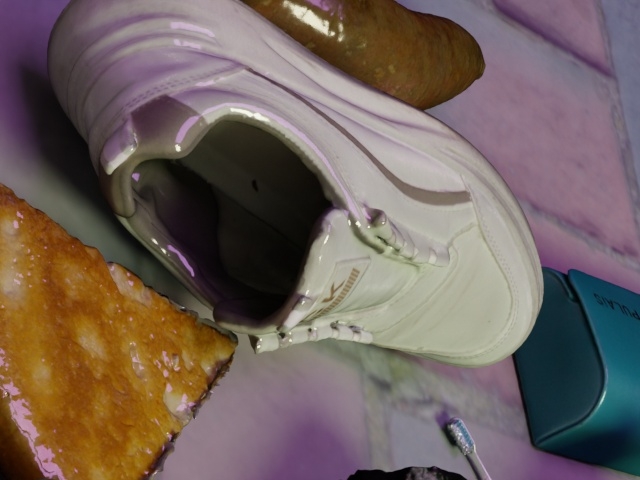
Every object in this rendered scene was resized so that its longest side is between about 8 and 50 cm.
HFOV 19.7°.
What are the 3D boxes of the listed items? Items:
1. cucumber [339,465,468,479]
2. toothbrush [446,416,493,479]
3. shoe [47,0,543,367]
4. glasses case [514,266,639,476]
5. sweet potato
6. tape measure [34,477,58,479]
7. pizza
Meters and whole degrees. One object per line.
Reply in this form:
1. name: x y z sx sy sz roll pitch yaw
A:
1. cucumber: 0.001 0.205 0.820 0.303 0.081 0.072 -57 135 -53
2. toothbrush: 0.113 0.172 1.046 0.162 0.014 0.017 61 19 2
3. shoe: 0.000 0.000 0.912 0.316 0.124 0.159 33 26 -25
4. glasses case: 0.243 0.100 1.221 0.301 0.070 0.117 18 51 -43
5. sweet potato: -0.008 -0.128 1.067 0.346 0.079 0.108 24 19 -39
6. tape measure: -0.092 0.168 0.681 0.200 0.106 0.175 32 26 -28
7. pizza: -0.105 0.045 0.840 0.176 0.036 0.184 -16 75 -59
